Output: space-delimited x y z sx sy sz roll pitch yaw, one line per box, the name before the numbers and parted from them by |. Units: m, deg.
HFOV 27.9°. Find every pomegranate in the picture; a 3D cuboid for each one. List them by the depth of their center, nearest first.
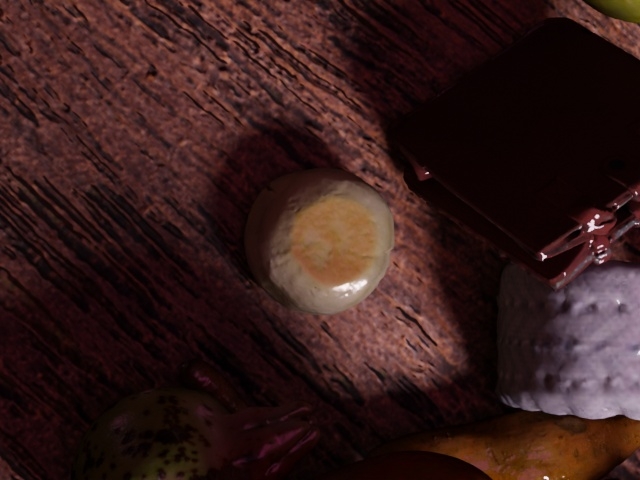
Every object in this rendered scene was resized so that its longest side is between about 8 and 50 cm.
pomegranate | -0.105 0.225 1.223 0.248 0.214 0.214 -31 99 11

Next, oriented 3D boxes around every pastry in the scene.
pastry | 0.000 0.000 1.326 0.156 0.092 0.156 2 82 -14

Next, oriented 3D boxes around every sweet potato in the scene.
sweet potato | 0.217 0.236 1.379 0.359 0.112 0.112 -9 92 -14

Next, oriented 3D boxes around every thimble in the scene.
thimble | 0.291 0.100 1.332 0.217 0.245 0.157 6 87 -38

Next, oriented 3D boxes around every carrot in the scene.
carrot | -0.082 0.181 1.329 0.165 0.035 0.035 45 78 -14

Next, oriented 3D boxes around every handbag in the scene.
handbag | 0.239 -0.097 1.309 0.260 0.275 0.084 -33 134 -14

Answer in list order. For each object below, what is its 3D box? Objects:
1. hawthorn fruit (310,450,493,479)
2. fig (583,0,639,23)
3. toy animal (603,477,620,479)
hawthorn fruit | 0.074 0.350 1.181 0.308 0.325 0.308 6 56 -9
fig | 0.383 -0.377 1.371 0.326 0.258 0.258 -31 98 -33
toy animal | 0.387 0.373 1.385 0.249 0.174 0.289 -16 130 17
